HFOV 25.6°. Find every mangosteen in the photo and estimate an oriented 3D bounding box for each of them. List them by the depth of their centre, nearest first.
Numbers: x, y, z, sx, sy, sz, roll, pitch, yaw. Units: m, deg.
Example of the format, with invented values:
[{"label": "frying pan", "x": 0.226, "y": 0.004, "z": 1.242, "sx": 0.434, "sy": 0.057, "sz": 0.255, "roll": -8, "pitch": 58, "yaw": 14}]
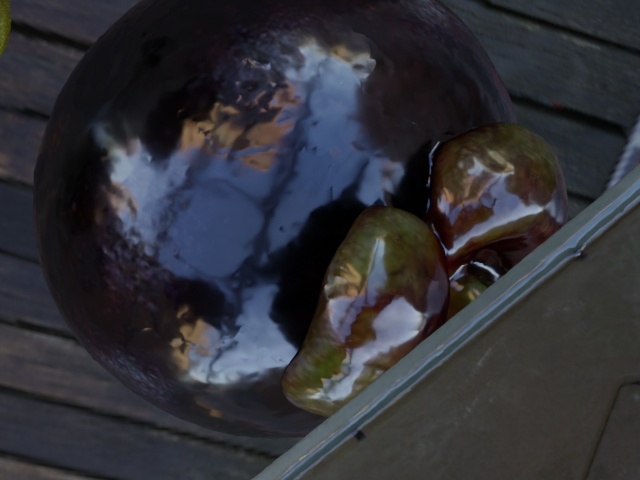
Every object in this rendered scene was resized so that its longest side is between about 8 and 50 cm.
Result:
[{"label": "mangosteen", "x": 0.000, "y": 0.000, "z": 1.022, "sx": 0.382, "sy": 0.435, "sz": 0.382, "roll": -25, "pitch": 144, "yaw": -19}]

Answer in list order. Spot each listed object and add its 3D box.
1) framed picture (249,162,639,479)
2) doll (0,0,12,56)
[{"label": "framed picture", "x": 0.148, "y": 0.107, "z": 0.675, "sx": 0.324, "sy": 0.240, "sz": 0.020, "roll": -40, "pitch": 149, "yaw": -6}, {"label": "doll", "x": -0.199, "y": -0.182, "z": 0.780, "sx": 0.137, "sy": 0.097, "sz": 0.209, "roll": 28, "pitch": 101, "yaw": 14}]
